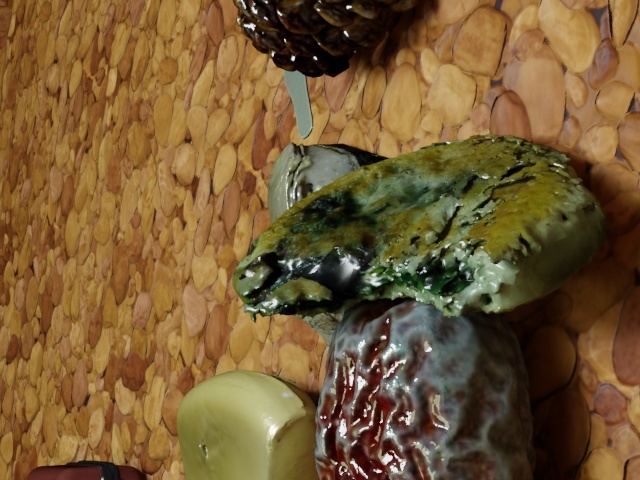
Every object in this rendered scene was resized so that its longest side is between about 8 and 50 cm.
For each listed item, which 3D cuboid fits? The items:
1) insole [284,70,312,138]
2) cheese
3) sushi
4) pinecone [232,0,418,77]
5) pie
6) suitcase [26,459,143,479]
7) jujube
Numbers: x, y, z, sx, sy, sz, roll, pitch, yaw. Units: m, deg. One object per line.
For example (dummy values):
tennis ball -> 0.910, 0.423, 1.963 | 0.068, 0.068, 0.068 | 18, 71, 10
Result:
insole -> -0.032, -0.210, 1.628 | 0.053, 0.002, 0.152 | -43, 50, 47
cheese -> -0.102, 0.290, 1.532 | 0.316, 0.128, 0.259 | 17, 101, 60
sushi -> -0.010, 0.009, 1.447 | 0.134, 0.109, 0.273 | 12, 95, 60
pinecone -> -0.006, -0.314, 1.402 | 0.272, 0.224, 0.224 | -33, 56, 57
pie -> 0.098, -0.014, 1.123 | 0.371, 0.296, 0.078 | -8, 116, 27
suitcase -> -0.406, 0.524, 1.955 | 0.236, 0.161, 0.297 | -17, 71, 58
jujube -> 0.103, 0.202, 1.125 | 0.226, 0.226, 0.317 | -20, 72, 56
